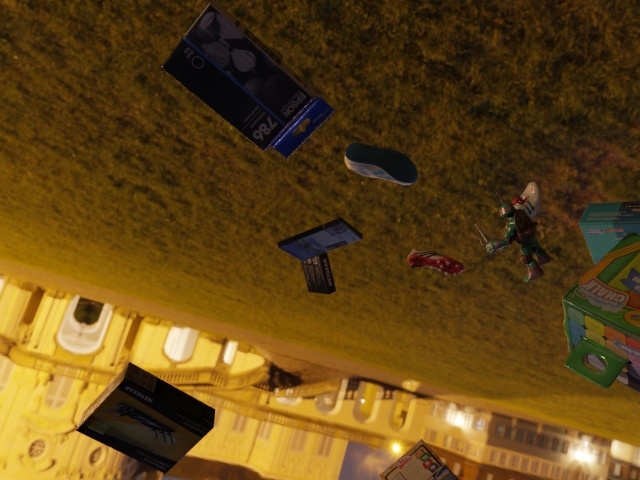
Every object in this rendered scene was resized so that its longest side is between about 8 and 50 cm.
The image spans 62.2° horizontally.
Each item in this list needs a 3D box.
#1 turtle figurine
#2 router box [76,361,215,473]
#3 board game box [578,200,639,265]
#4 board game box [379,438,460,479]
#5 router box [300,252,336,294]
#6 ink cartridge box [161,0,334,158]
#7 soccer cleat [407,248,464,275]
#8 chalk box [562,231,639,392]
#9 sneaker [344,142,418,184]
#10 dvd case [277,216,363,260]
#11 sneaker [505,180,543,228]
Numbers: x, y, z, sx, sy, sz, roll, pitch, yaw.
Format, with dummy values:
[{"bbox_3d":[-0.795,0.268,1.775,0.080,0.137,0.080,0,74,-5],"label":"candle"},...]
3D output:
[{"bbox_3d":[0.510,-0.018,1.389,0.234,0.175,0.118,56,154,-4],"label":"turtle figurine"},{"bbox_3d":[-0.506,0.526,1.558,0.309,0.243,0.081,37,-163,-22],"label":"router box"},{"bbox_3d":[0.759,0.063,1.177,0.254,0.079,0.336,1,132,49],"label":"board game box"},{"bbox_3d":[0.242,0.585,1.283,0.045,0.147,0.193,55,172,-15],"label":"board game box"},{"bbox_3d":[-0.014,0.119,2.090,0.046,0.178,0.133,-22,-166,-36],"label":"router box"},{"bbox_3d":[-0.140,-0.311,1.094,0.333,0.165,0.065,36,-155,-24],"label":"ink cartridge box"},{"bbox_3d":[0.171,0.029,0.783,0.083,0.035,0.029,8,127,18],"label":"soccer cleat"},{"bbox_3d":[0.595,0.156,1.021,0.180,0.289,0.179,32,154,49],"label":"chalk box"},{"bbox_3d":[0.183,-0.225,1.600,0.229,0.087,0.092,22,167,4],"label":"sneaker"},{"bbox_3d":[0.000,0.000,1.842,0.253,0.022,0.180,-21,153,21],"label":"dvd case"},{"bbox_3d":[0.591,-0.096,1.556,0.075,0.161,0.057,6,-161,-21],"label":"sneaker"}]
